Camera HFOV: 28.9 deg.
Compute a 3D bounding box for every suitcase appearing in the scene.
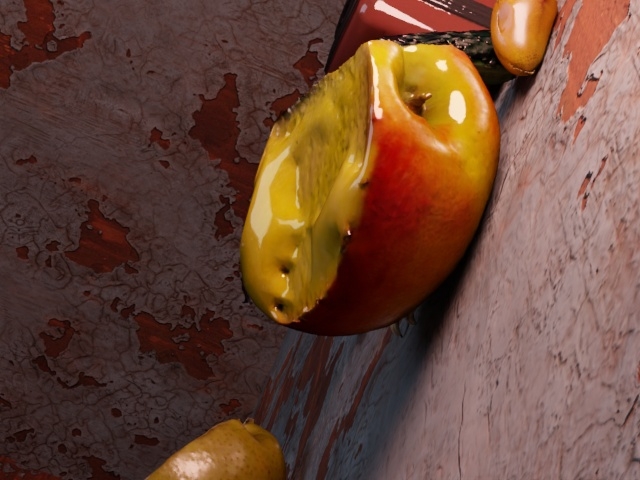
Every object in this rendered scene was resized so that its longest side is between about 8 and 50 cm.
[{"bbox_3d":[0.136,-0.271,1.753,0.297,0.236,0.161,121,171,-66],"label":"suitcase"}]

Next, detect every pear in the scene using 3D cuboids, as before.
[{"bbox_3d":[-0.203,0.505,2.165,0.386,0.191,0.340,-50,-23,6],"label":"pear"}]

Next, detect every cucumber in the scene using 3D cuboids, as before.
[{"bbox_3d":[0.148,-0.229,1.495,0.078,0.211,0.062,-29,65,56],"label":"cucumber"}]

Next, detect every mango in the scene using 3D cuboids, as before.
[{"bbox_3d":[0.236,-0.250,1.461,0.077,0.063,0.127,-8,64,39],"label":"mango"}]

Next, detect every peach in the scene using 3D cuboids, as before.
[{"bbox_3d":[0.063,-0.041,1.484,0.380,0.242,0.306,-34,53,52],"label":"peach"}]

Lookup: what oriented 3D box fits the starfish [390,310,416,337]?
[{"bbox_3d":[0.127,0.026,1.656,0.138,0.050,0.247,114,179,-55],"label":"starfish"}]

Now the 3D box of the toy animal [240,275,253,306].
[{"bbox_3d":[0.000,0.000,2.090,0.251,0.250,0.310,-172,105,-86],"label":"toy animal"}]
